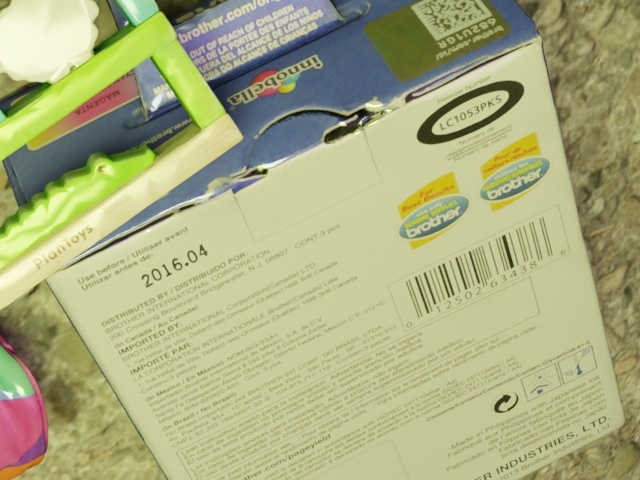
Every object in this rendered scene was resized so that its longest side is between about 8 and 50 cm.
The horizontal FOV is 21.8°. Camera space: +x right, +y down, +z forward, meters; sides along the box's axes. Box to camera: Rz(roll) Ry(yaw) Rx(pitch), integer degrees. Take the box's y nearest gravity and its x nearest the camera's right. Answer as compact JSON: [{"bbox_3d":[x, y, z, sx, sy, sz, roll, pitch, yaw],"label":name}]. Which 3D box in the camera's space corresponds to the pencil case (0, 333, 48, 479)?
[{"bbox_3d":[-0.260,0.113,0.853,0.236,0.104,0.104,-21,131,-31],"label":"pencil case"}]

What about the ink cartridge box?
[{"bbox_3d":[0.000,0.000,0.917,0.270,0.151,0.395,-26,137,-4],"label":"ink cartridge box"}]

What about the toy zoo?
[{"bbox_3d":[-0.191,-0.109,0.708,0.192,0.030,0.293,-36,109,-4],"label":"toy zoo"}]
